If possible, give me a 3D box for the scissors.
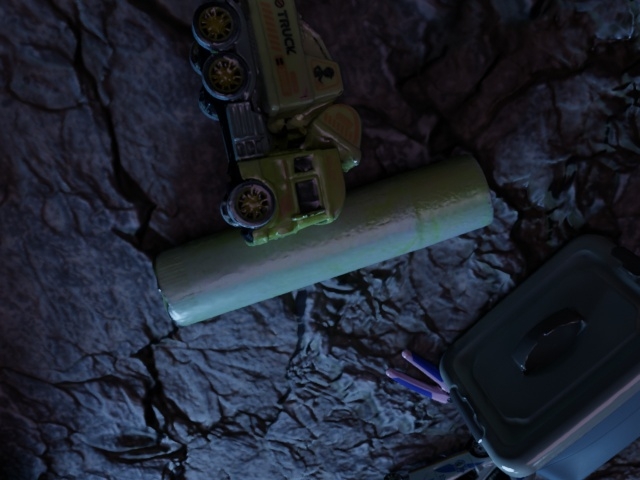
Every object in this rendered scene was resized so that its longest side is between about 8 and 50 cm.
[{"bbox_3d":[0.126,0.158,0.627,0.113,0.012,0.039,31,106,-18],"label":"scissors"}]

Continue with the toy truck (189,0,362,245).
[{"bbox_3d":[-0.031,-0.097,0.440,0.116,0.085,0.191,-12,92,-13],"label":"toy truck"}]

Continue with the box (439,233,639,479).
[{"bbox_3d":[0.244,0.119,0.552,0.227,0.162,0.130,-44,121,11],"label":"box"}]

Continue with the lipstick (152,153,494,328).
[{"bbox_3d":[0.000,0.000,0.511,0.305,0.076,0.076,-18,114,1],"label":"lipstick"}]

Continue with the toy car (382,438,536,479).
[{"bbox_3d":[0.161,0.300,0.669,0.205,0.056,0.095,-23,112,3],"label":"toy car"}]
